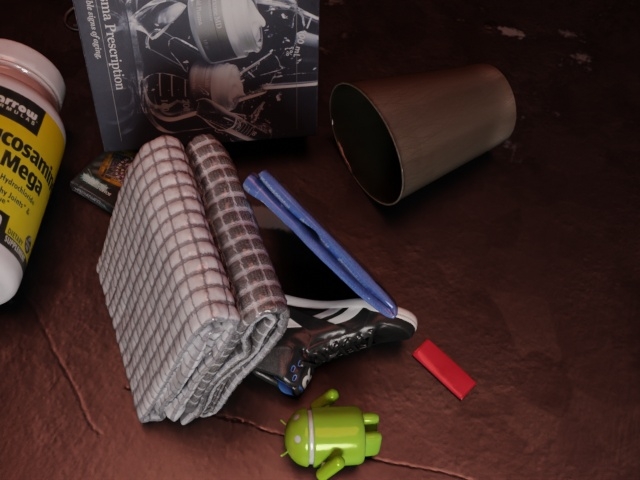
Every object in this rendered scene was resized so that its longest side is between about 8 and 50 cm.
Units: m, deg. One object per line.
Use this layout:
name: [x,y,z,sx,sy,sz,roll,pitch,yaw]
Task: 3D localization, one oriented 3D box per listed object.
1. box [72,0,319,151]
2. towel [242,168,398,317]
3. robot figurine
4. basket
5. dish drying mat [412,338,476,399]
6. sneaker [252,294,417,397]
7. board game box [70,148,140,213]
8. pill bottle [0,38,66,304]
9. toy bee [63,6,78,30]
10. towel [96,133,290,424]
box: [-0.166,-0.321,0.964,0.312,0.343,0.179,-6,41,-8]
towel: [0.000,0.000,0.816,0.209,0.285,0.034,45,92,-2]
robot figurine: [0.011,0.225,0.805,0.115,0.067,0.101,-1,47,-5]
basket: [0.160,-0.171,1.031,0.226,0.154,0.204,-19,57,-20]
dish drying mat: [0.158,0.164,0.893,0.032,0.008,0.083,-38,68,-24]
sneaker: [0.008,0.138,0.863,0.216,0.079,0.121,4,60,8]
board game box: [-0.245,-0.076,1.004,0.186,0.026,0.126,30,60,14]
pill bottle: [-0.442,-0.095,0.904,0.187,0.188,0.334,4,57,-2]
toy bee: [-0.271,-0.436,1.157,0.298,0.162,0.195,-32,67,-22]
towel: [-0.148,0.055,0.788,0.121,0.284,0.235,-7,59,-32]
